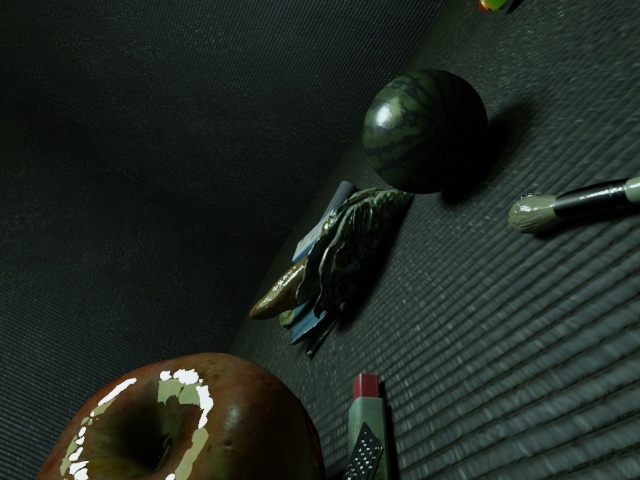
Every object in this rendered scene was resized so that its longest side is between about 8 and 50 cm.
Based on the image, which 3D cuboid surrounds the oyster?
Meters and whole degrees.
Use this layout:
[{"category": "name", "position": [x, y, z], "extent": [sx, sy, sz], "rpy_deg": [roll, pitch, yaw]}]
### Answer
[{"category": "oyster", "position": [0.069, 0.007, 0.907], "extent": [0.351, 0.158, 0.162], "rpy_deg": [-49, 4, -10]}]

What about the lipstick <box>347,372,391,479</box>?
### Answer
[{"category": "lipstick", "position": [0.051, 0.247, 0.450], "extent": [0.051, 0.051, 0.312], "rpy_deg": [-62, 6, 22]}]

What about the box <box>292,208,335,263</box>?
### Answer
[{"category": "box", "position": [-0.001, 0.000, 1.435], "extent": [0.194, 0.073, 0.139], "rpy_deg": [-44, 12, 25]}]

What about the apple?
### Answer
[{"category": "apple", "position": [-0.144, 0.318, 0.489], "extent": [0.339, 0.304, 0.338], "rpy_deg": [-14, 29, 8]}]

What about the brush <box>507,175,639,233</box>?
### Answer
[{"category": "brush", "position": [0.255, -0.044, 0.321], "extent": [0.042, 0.039, 0.299], "rpy_deg": [-61, 9, -15]}]

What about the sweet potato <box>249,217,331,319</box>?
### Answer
[{"category": "sweet potato", "position": [-0.044, 0.095, 1.061], "extent": [0.341, 0.114, 0.092], "rpy_deg": [-48, 34, 15]}]

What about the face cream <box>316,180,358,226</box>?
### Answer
[{"category": "face cream", "position": [0.049, -0.092, 1.576], "extent": [0.283, 0.073, 0.073], "rpy_deg": [-61, 8, -13]}]

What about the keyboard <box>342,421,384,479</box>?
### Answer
[{"category": "keyboard", "position": [0.013, 0.270, 0.375], "extent": [0.064, 0.010, 0.197], "rpy_deg": [153, 139, -81]}]

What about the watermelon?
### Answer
[{"category": "watermelon", "position": [0.175, -0.182, 0.711], "extent": [0.212, 0.212, 0.212], "rpy_deg": [-57, 8, 14]}]

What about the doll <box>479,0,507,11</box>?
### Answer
[{"category": "doll", "position": [0.455, -0.643, 1.003], "extent": [0.186, 0.106, 0.134], "rpy_deg": [-60, 19, -6]}]

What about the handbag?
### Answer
[{"category": "handbag", "position": [-0.008, 0.182, 1.046], "extent": [0.144, 0.057, 0.221], "rpy_deg": [-51, 8, 10]}]

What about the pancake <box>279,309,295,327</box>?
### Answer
[{"category": "pancake", "position": [-0.068, 0.185, 1.416], "extent": [0.253, 0.037, 0.253], "rpy_deg": [-54, 9, 13]}]
